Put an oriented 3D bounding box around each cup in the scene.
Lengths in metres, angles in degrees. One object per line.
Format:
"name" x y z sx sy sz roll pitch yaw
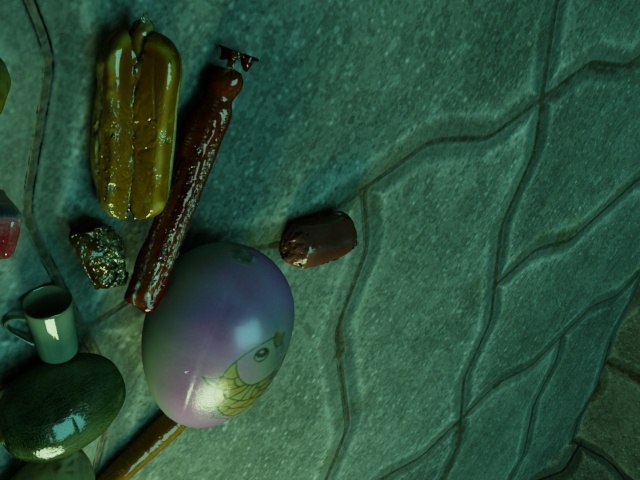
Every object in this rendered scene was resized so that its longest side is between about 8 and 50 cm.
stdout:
"cup" -0.319 0.103 0.883 0.075 0.054 0.083 -29 141 -34

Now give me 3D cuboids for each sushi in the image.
"sushi" -0.254 0.017 0.892 0.055 0.052 0.120 -25 136 -14

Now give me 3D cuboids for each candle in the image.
"candle" -0.159 -0.071 0.899 0.329 0.051 0.048 -68 160 5

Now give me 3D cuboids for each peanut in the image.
"peanut" -0.378 0.382 0.995 0.257 0.123 0.123 -55 146 5

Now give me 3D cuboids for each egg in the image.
"egg" -0.138 0.127 1.005 0.196 0.196 0.271 -23 150 -38

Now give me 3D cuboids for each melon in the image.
"melon" -0.316 0.203 0.919 0.167 0.114 0.114 -29 139 -36

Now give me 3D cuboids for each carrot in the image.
"carrot" -0.294 0.341 1.133 0.248 0.043 0.043 -43 145 -14

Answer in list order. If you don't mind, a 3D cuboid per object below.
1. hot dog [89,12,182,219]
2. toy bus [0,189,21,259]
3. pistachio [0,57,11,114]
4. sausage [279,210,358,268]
"hot dog" -0.197 -0.127 0.814 0.092 0.062 0.236 7 122 -14
"toy bus" -0.374 -0.014 0.693 0.192 0.077 0.065 -5 121 -49
"pistachio" -0.351 -0.106 0.629 0.189 0.100 0.110 -40 122 -5
"sausage" 0.000 0.000 1.164 0.141 0.076 0.076 -16 131 -42
